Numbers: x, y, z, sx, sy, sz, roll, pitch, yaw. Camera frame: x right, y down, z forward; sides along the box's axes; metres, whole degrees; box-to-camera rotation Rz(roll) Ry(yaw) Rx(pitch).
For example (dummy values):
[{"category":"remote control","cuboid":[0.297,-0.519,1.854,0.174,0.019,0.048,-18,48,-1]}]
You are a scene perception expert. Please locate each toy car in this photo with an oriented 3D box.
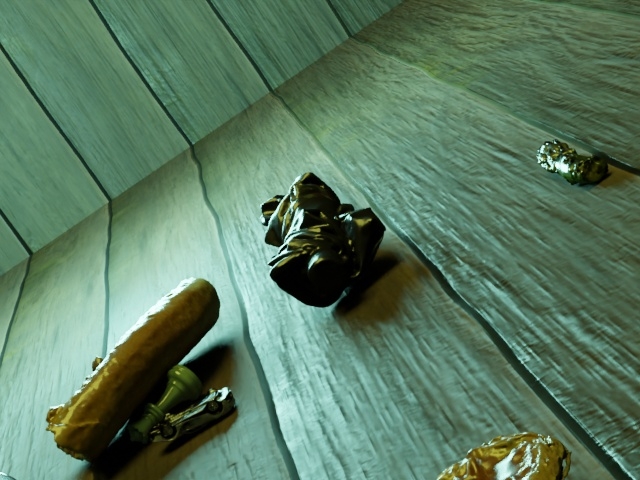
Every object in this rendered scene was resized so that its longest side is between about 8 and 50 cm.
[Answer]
[{"category":"toy car","cuboid":[-0.126,0.174,1.711,0.093,0.025,0.041,-29,11,9]}]

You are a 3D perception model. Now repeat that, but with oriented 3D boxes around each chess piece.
[{"category":"chess piece","cuboid":[-0.164,0.173,1.796,0.093,0.042,0.042,-48,17,-26]}]

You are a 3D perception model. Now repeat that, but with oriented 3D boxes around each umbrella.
[{"category":"umbrella","cuboid":[0.001,0.000,1.877,0.122,0.110,0.272,0,12,-5]}]

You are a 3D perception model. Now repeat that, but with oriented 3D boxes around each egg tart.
[{"category":"egg tart","cuboid":[0.101,0.167,1.062,0.130,0.052,0.130,-33,13,9]}]

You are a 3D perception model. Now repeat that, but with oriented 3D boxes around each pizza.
[{"category":"pizza","cuboid":[-0.204,0.139,1.887,0.182,0.074,0.365,-43,4,38]}]

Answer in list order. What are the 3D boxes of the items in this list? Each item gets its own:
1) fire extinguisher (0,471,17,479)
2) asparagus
[{"category":"fire extinguisher","cuboid":[-0.261,0.269,1.559,0.138,0.102,0.344,-2,0,-21]},{"category":"asparagus","cuboid":[0.240,-0.077,1.707,0.036,0.030,0.165,-58,13,5]}]
